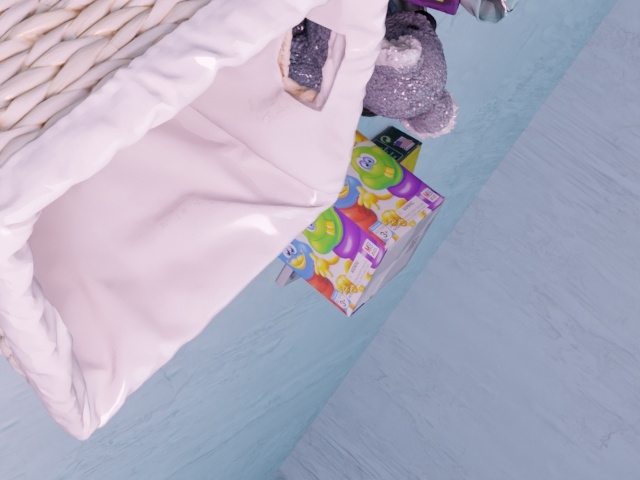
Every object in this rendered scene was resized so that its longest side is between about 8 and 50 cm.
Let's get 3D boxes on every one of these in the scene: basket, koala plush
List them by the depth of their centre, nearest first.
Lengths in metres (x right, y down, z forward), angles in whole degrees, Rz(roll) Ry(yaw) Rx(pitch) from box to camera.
[{"bbox_3d":[-0.156,-0.097,0.638,0.331,0.266,0.328,-43,163,-25],"label":"basket"},{"bbox_3d":[0.057,-0.209,1.011,0.203,0.221,0.196,-48,148,-5],"label":"koala plush"}]

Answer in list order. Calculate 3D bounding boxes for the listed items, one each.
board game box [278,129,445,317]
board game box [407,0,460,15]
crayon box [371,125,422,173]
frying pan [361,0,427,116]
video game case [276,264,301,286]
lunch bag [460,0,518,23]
[{"bbox_3d":[-0.007,-0.062,1.140,0.142,0.275,0.144,-37,160,-41],"label":"board game box"},{"bbox_3d":[0.041,-0.335,0.760,0.347,0.208,0.056,82,25,-71],"label":"board game box"},{"bbox_3d":[0.084,-0.046,1.748,0.202,0.081,0.319,-41,154,-41],"label":"crayon box"},{"bbox_3d":[0.039,-0.248,1.206,0.326,0.053,0.197,-29,132,-38],"label":"frying pan"},{"bbox_3d":[0.000,0.000,1.807,0.190,0.022,0.173,-59,164,27],"label":"video game case"},{"bbox_3d":[0.145,-0.372,0.946,0.160,0.223,0.262,-43,166,-8],"label":"lunch bag"}]
